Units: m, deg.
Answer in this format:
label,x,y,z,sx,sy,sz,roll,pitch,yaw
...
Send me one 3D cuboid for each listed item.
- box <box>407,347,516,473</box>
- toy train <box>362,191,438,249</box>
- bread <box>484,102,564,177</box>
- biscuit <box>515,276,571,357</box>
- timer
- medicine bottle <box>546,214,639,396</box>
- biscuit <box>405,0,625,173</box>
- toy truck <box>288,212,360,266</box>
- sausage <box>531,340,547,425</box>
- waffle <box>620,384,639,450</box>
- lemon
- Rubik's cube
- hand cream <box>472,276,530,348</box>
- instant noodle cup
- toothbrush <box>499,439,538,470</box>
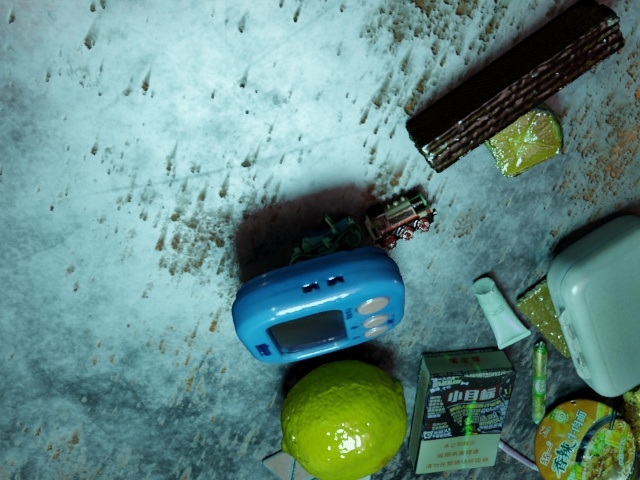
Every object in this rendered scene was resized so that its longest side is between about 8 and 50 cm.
label,x,y,z,sx,sy,sz,roll,pitch,yaw
box,0.318,0.394,1.685,0.198,0.084,0.310,-3,123,-8
toy train,0.152,-0.042,1.401,0.138,0.050,0.087,-26,119,6
bread,0.364,-0.195,1.332,0.140,0.069,0.128,-30,121,13
biscuit,0.533,0.163,1.613,0.131,0.025,0.231,-39,121,13
timer,0.000,0.126,1.365,0.309,0.115,0.340,-17,158,-1
medicine bottle,0.626,0.142,1.540,0.282,0.123,0.375,-31,119,-4
biscuit,0.328,-0.264,1.258,0.388,0.107,0.073,-35,122,12
toy truck,0.001,-0.001,1.387,0.154,0.080,0.078,-30,101,9
sausage,0.511,0.335,1.713,0.032,0.033,0.269,-12,123,-3
waffle,0.906,0.384,1.785,0.379,0.095,0.382,-18,126,2
lemon,0.047,0.375,1.529,0.267,0.267,0.267,-5,122,-7
Rubik's cube,0.047,0.541,1.695,0.228,0.228,0.233,-27,88,-36
hand cream,0.383,0.159,1.572,0.078,0.050,0.205,-31,126,9
instant noodle cup,0.644,0.512,1.737,0.230,0.230,0.182,-36,139,12
toothbrush,0.524,0.565,1.868,0.286,0.020,0.025,37,116,-28
